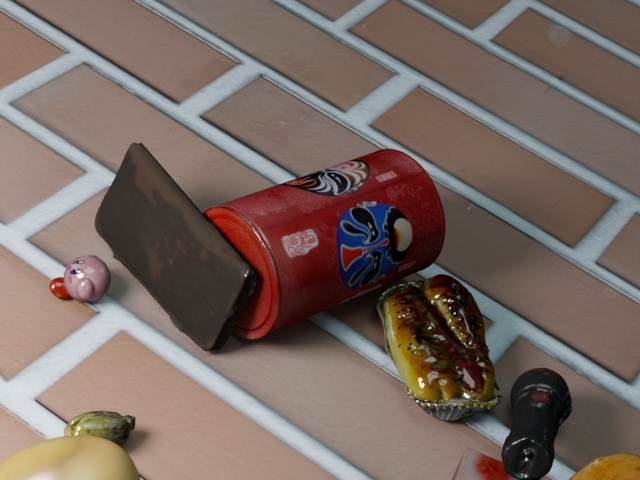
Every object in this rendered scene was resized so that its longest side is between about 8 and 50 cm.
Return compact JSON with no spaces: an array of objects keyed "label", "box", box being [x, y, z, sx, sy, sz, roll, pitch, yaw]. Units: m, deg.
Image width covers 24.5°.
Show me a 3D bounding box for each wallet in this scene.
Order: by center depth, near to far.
[{"label":"wallet","box":[-0.212,0.011,2.132,0.042,0.165,0.309,-9,45,-47]}]

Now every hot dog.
[{"label":"hot dog","box":[0.177,0.153,2.176,0.162,0.082,0.270,1,44,-17]}]

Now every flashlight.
[{"label":"flashlight","box":[0.299,0.255,2.053,0.093,0.093,0.232,23,20,7]}]

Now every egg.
[{"label":"egg","box":[-0.306,0.329,1.693,0.201,0.244,0.201,37,15,-12]}]

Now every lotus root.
[{"label":"lotus root","box":[-0.286,0.249,1.921,0.099,0.049,0.054,-9,26,-31]}]

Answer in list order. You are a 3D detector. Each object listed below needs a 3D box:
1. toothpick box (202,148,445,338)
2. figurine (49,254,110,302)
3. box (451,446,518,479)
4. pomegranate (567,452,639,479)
[{"label":"toothpick box","box":[0.000,0.000,2.191,0.333,0.204,0.204,-21,54,-36]},{"label":"figurine","box":[-0.335,0.054,2.111,0.067,0.071,0.083,50,41,-27]},{"label":"box","box":[0.220,0.360,1.975,0.111,0.060,0.156,21,39,6]},{"label":"pomegranate","box":[0.410,0.376,1.907,0.215,0.215,0.215,10,41,-9]}]
